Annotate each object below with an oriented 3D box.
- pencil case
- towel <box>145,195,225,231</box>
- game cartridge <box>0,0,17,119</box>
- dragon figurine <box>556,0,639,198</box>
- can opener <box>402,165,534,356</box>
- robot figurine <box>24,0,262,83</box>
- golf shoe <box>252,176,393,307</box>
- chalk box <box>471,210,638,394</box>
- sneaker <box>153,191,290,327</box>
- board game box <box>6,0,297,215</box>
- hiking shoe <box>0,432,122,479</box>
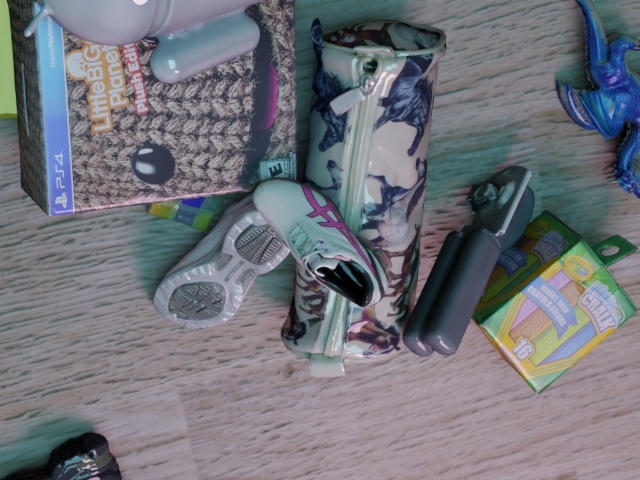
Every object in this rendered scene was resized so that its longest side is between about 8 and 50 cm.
[{"bbox_3d":[0.047,-0.051,1.753,0.159,0.183,0.410,12,107,21],"label":"pencil case"},{"bbox_3d":[-0.162,-0.044,1.790,0.083,0.009,0.060,18,121,-23],"label":"towel"},{"bbox_3d":[-0.464,-0.269,1.657,0.323,0.053,0.285,-3,107,-8],"label":"game cartridge"},{"bbox_3d":[0.347,-0.178,1.829,0.144,0.085,0.289,-44,111,3],"label":"dragon figurine"},{"bbox_3d":[0.194,0.030,1.798,0.095,0.076,0.283,44,58,-29],"label":"can opener"},{"bbox_3d":[-0.151,-0.313,1.483,0.353,0.199,0.300,-24,102,-29],"label":"robot figurine"},{"bbox_3d":[0.000,0.000,1.641,0.186,0.086,0.067,38,114,0],"label":"golf shoe"},{"bbox_3d":[0.295,0.060,1.865,0.213,0.132,0.132,-41,110,1],"label":"chalk box"},{"bbox_3d":[-0.108,0.017,1.791,0.090,0.115,0.232,42,120,-19],"label":"sneaker"},{"bbox_3d":[-0.185,-0.170,1.663,0.291,0.141,0.232,-9,108,-22],"label":"board game box"},{"bbox_3d":[-0.341,0.337,1.836,0.226,0.086,0.114,-30,106,-3],"label":"hiking shoe"}]
